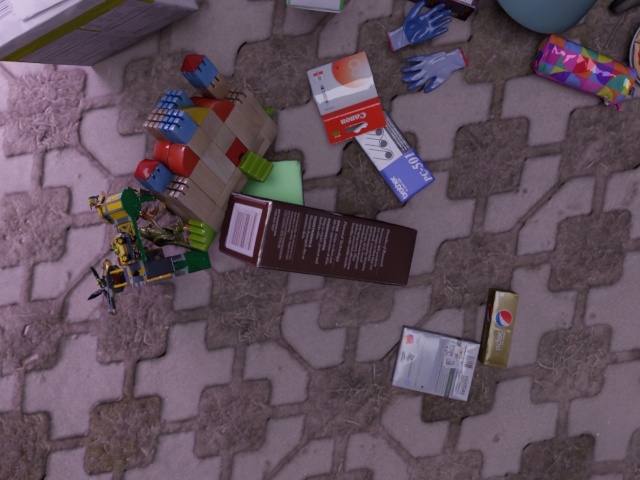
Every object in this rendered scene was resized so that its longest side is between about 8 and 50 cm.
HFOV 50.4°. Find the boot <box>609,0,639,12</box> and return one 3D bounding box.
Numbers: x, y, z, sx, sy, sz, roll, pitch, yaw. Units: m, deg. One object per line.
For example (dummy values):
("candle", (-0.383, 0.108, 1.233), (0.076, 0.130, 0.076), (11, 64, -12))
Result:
("boot", (0.810, -0.542, 1.567), (0.246, 0.083, 0.161), (-27, 99, 3))

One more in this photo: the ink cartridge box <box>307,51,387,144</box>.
("ink cartridge box", (0.060, -0.330, 1.572), (0.145, 0.045, 0.179), (-17, 77, 8))

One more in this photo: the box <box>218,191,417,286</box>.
("box", (0.000, 0.000, 1.461), (0.381, 0.191, 0.143), (11, 93, -34))

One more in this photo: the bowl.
("bowl", (0.522, -0.624, 1.463), (0.311, 0.163, 0.312), (2, 84, -22))

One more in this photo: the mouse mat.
("mouse mat", (-0.115, -0.096, 1.631), (0.152, 0.007, 0.190), (-4, 92, 0))

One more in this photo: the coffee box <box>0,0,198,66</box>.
("coffee box", (-0.518, -0.582, 1.393), (0.338, 0.334, 0.338), (-18, 94, 25))

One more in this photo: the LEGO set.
("LEGO set", (-0.406, 0.003, 1.504), (0.192, 0.331, 0.255), (-14, 99, 24))

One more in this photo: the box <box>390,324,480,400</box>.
("box", (0.276, 0.296, 1.639), (0.186, 0.038, 0.145), (12, 93, -1))

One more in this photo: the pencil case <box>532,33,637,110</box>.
("pencil case", (0.608, -0.391, 1.566), (0.236, 0.104, 0.104), (24, 93, 0))

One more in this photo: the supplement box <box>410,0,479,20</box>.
("supplement box", (0.270, -0.581, 1.550), (0.188, 0.104, 0.081), (20, 93, -1))

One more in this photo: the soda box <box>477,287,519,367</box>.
("soda box", (0.424, 0.208, 1.620), (0.058, 0.061, 0.181), (8, 94, -1))

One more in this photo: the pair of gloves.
("pair of gloves", (0.244, -0.448, 1.570), (0.159, 0.023, 0.198), (-23, 111, 9))

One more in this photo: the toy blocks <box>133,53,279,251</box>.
("toy blocks", (-0.254, -0.209, 1.443), (0.190, 0.261, 0.381), (15, 69, 38))

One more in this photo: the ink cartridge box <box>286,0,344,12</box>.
("ink cartridge box", (0.005, -0.623, 1.432), (0.121, 0.289, 0.211), (6, 121, 0))

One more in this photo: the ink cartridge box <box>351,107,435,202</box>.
("ink cartridge box", (0.171, -0.199, 1.604), (0.097, 0.046, 0.207), (-36, 93, 3))

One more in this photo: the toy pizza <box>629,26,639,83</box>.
("toy pizza", (0.814, -0.439, 1.563), (0.201, 0.032, 0.201), (-1, 113, -3))
